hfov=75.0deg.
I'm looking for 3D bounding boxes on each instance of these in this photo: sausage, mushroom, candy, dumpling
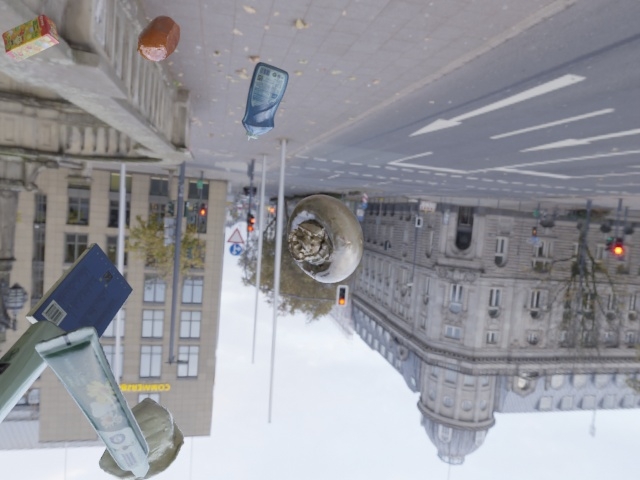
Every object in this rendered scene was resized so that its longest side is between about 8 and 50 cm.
[{"bbox_3d":[-0.428,-0.543,1.118,0.089,0.179,0.089,7,144,5],"label":"sausage"},{"bbox_3d":[0.000,0.000,1.045,0.227,0.226,0.178,8,-151,43],"label":"mushroom"},{"bbox_3d":[-0.710,-0.495,1.021,0.122,0.062,0.038,-21,165,6],"label":"candy"},{"bbox_3d":[-0.455,0.527,1.096,0.179,0.131,0.252,43,-168,-4],"label":"dumpling"}]

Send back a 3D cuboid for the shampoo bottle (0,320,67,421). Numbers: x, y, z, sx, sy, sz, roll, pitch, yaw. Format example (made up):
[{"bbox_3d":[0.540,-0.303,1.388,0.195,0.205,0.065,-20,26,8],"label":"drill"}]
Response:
[{"bbox_3d":[-0.622,0.311,0.777,0.134,0.078,0.359,-22,-150,31],"label":"shampoo bottle"}]

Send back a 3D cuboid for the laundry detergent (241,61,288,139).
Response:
[{"bbox_3d":[-0.159,-0.371,1.140,0.097,0.206,0.061,14,-166,-26],"label":"laundry detergent"}]

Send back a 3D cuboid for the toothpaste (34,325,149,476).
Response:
[{"bbox_3d":[-0.211,0.170,0.415,0.049,0.204,0.031,-19,-150,-16],"label":"toothpaste"}]

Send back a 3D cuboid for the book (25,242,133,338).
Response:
[{"bbox_3d":[-0.617,0.161,1.101,0.025,0.190,0.269,-9,-143,17],"label":"book"}]
